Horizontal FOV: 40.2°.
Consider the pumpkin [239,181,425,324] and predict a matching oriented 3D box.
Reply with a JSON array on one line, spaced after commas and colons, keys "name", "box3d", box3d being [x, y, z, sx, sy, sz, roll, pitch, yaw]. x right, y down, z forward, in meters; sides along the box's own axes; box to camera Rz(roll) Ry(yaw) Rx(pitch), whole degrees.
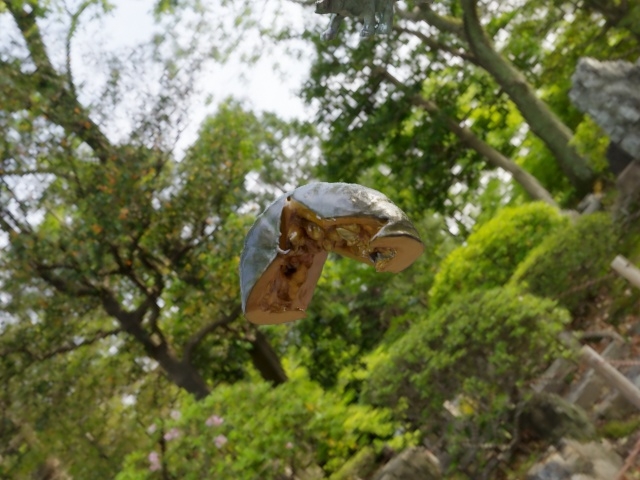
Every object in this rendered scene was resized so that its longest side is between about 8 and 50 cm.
[{"name": "pumpkin", "box3d": [0.000, 0.000, 0.846, 0.183, 0.108, 0.119, -23, -28, 9]}]

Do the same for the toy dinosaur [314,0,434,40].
[{"name": "toy dinosaur", "box3d": [0.060, -0.231, 0.819, 0.209, 0.039, 0.082, -19, -64, -49]}]
